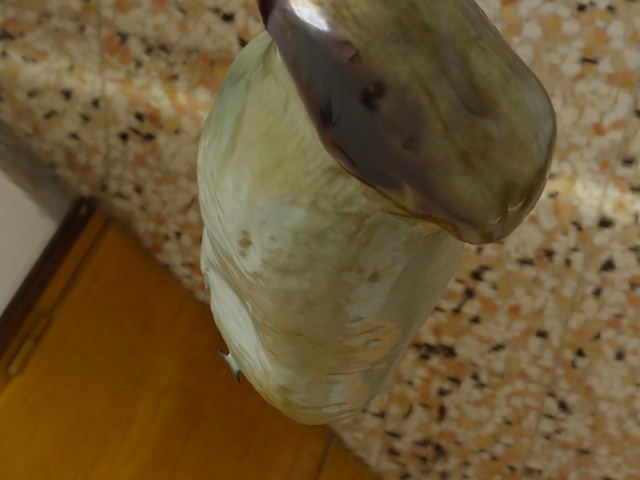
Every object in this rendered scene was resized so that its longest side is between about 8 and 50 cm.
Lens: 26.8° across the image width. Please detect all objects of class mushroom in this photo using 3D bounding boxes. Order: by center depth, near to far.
[{"bbox_3d":[0.000,0.000,0.470,0.100,0.081,0.312,60,164,12],"label":"mushroom"}]
